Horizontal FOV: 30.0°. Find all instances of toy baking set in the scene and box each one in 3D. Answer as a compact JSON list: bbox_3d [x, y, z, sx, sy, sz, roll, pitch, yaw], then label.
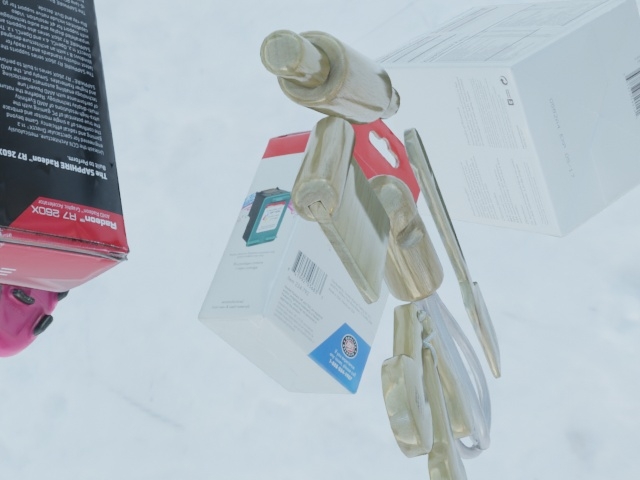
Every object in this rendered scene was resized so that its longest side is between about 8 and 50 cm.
[{"bbox_3d":[0.032,0.011,0.508,0.030,0.256,0.196,-16,90,15],"label":"toy baking set"}]

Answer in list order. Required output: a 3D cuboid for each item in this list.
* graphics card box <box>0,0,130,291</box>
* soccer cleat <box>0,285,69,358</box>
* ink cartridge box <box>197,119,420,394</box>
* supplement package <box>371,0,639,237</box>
[{"bbox_3d":[-0.267,-0.156,0.815,0.233,0.094,0.370,10,61,-45],"label":"graphics card box"},{"bbox_3d":[-0.299,-0.048,1.099,0.143,0.116,0.331,-7,66,26],"label":"soccer cleat"},{"bbox_3d":[0.000,0.000,1.023,0.134,0.078,0.231,44,54,-38],"label":"ink cartridge box"},{"bbox_3d":[0.220,-0.147,1.359,0.198,0.263,0.199,-32,113,-27],"label":"supplement package"}]
